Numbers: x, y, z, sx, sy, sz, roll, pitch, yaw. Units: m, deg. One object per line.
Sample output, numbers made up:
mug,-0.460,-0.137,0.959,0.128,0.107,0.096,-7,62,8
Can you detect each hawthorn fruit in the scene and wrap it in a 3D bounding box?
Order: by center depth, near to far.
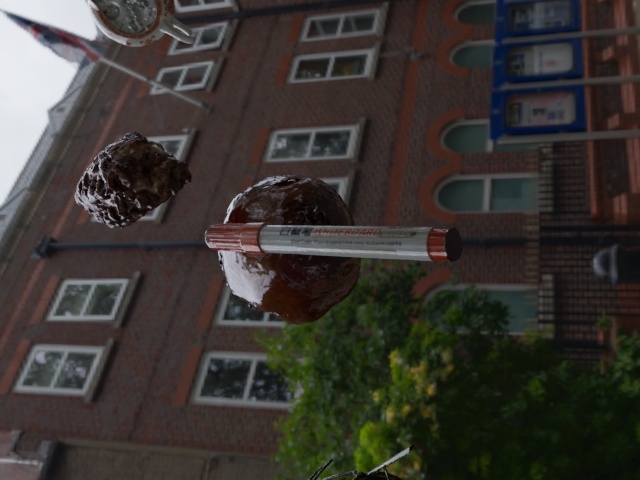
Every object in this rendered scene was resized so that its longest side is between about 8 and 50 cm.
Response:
hawthorn fruit,-0.026,-0.003,0.864,0.235,0.181,0.181,122,160,-60

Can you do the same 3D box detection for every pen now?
pen,0.000,0.000,0.583,0.028,0.239,0.028,-4,-85,-54

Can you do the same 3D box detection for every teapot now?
teapot,-0.349,-0.448,1.382,0.116,0.245,0.159,-98,32,-72

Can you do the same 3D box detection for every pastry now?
pastry,-0.231,-0.071,0.876,0.097,0.208,0.115,47,-109,-14

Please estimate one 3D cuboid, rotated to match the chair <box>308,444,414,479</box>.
chair,0.078,0.403,1.050,0.160,0.170,0.326,-59,6,-33
